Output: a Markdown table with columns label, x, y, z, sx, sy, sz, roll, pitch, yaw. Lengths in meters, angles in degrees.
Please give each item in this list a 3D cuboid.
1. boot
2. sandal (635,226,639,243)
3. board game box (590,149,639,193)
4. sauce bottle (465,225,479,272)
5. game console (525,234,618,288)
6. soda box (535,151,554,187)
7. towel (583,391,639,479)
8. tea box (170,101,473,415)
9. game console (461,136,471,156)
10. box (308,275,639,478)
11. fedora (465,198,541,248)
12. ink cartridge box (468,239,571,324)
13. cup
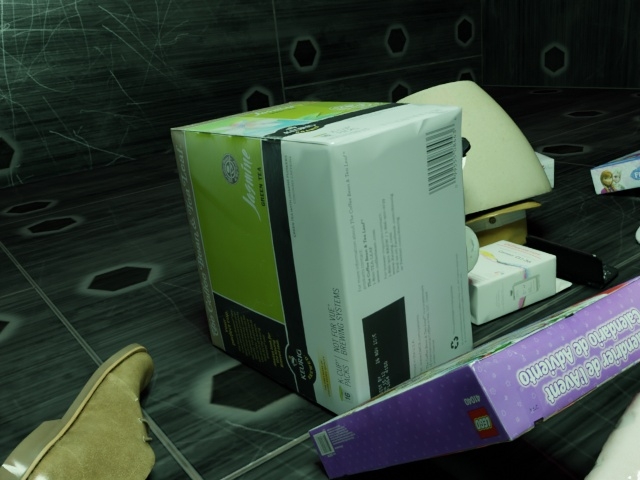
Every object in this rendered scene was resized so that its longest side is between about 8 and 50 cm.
| label | x | y | z | sx | sy | sz | roll | pitch | yaw |
| --- | --- | --- | --- | --- | --- | --- | --- | --- | --- |
| boot | -0.228 | 0.215 | 0.663 | 0.115 | 0.112 | 0.305 | 25 | 16 | -3 |
| sandal | 0.691 | -0.025 | 1.051 | 0.265 | 0.076 | 0.102 | -18 | 27 | 34 |
| board game box | 0.828 | -0.192 | 1.346 | 0.318 | 0.066 | 0.319 | -19 | 5 | -33 |
| sauce bottle | 0.098 | 0.011 | 0.965 | 0.111 | 0.111 | 0.344 | -18 | 8 | -30 |
| game console | 0.404 | 0.022 | 0.982 | 0.107 | 0.071 | 0.122 | -23 | 34 | -39 |
| soda box | 0.510 | -0.188 | 1.557 | 0.069 | 0.074 | 0.216 | -8 | 20 | -5 |
| towel | 0.281 | 0.212 | 0.326 | 0.332 | 0.053 | 0.317 | -45 | 35 | -19 |
| tea box | 0.000 | 0.000 | 0.800 | 0.220 | 0.329 | 0.323 | -23 | 26 | -37 |
| game console | 0.077 | -0.090 | 1.017 | 0.361 | 0.044 | 0.213 | -14 | 30 | 47 |
| box | 0.134 | 0.133 | 0.549 | 0.201 | 0.057 | 0.293 | -18 | -16 | -29 |
| fedora | 0.302 | -0.015 | 1.092 | 0.194 | 0.079 | 0.194 | -16 | 0 | 0 |
| ink cartridge box | 0.280 | 0.055 | 0.952 | 0.198 | 0.067 | 0.115 | -16 | 21 | -26 |
| cup | 0.239 | -0.161 | 1.167 | 0.331 | 0.237 | 0.331 | -16 | 0 | 0 |
